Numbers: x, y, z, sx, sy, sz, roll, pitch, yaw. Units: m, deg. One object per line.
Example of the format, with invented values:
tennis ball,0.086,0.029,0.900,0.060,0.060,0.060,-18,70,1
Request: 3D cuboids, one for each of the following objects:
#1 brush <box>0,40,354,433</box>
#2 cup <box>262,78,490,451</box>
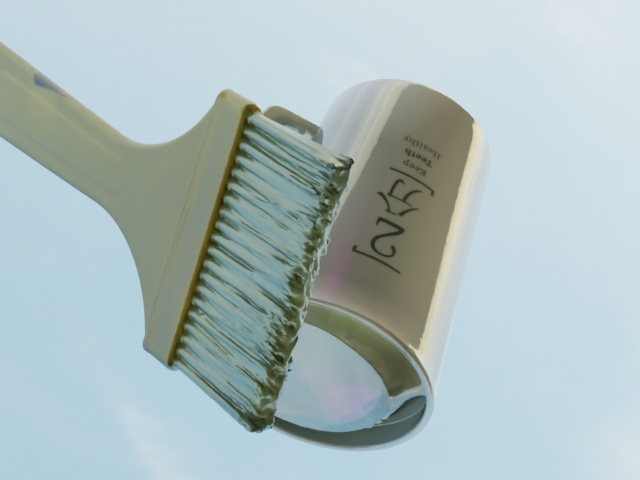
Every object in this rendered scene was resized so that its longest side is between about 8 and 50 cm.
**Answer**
brush,-0.066,-0.024,0.532,0.011,0.205,0.083,2,-68,-42
cup,0.000,0.000,0.564,0.104,0.074,0.116,25,-129,-4
